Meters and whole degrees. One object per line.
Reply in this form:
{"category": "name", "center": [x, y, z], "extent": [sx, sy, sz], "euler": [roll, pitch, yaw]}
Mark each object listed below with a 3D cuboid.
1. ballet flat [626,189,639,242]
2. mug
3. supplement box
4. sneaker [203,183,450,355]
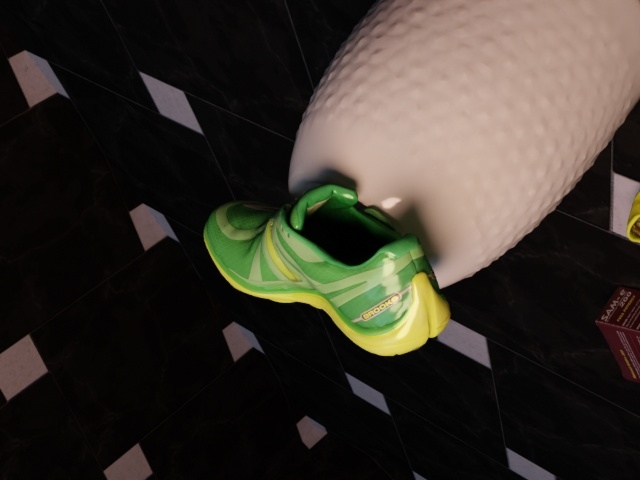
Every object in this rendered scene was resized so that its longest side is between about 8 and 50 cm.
{"category": "ballet flat", "center": [0.422, -0.022, 1.039], "extent": [0.077, 0.077, 0.231], "euler": [49, 157, -22]}
{"category": "mug", "center": [0.110, -0.116, 1.022], "extent": [0.276, 0.328, 0.374], "euler": [47, 158, -17]}
{"category": "supplement box", "center": [0.493, 0.145, 1.264], "extent": [0.239, 0.073, 0.130], "euler": [13, 146, 48]}
{"category": "sneaker", "center": [0.000, 0.000, 0.871], "extent": [0.295, 0.109, 0.123], "euler": [20, 129, 46]}
